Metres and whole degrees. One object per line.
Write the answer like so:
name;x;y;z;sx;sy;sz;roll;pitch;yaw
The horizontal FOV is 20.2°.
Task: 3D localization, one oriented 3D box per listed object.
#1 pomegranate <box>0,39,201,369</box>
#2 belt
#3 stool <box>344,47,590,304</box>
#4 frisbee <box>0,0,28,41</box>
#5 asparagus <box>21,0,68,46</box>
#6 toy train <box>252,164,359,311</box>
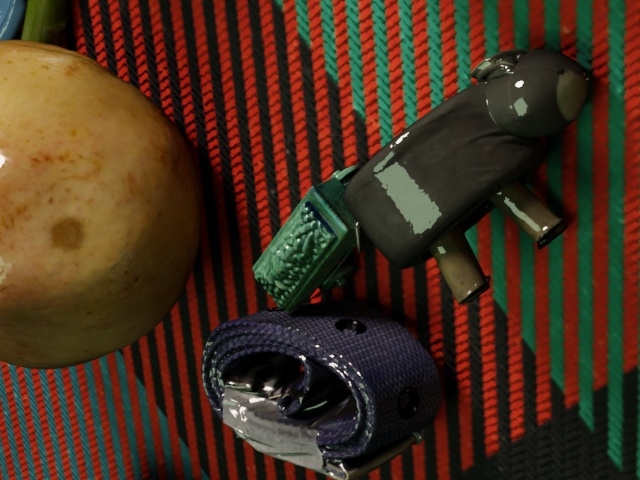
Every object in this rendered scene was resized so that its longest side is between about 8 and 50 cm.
pomegranate;-0.289;-0.023;1.717;0.338;0.338;0.338;25;130;33
belt;0.004;0.130;1.666;0.230;0.126;0.140;9;108;43
stool;0.123;-0.045;1.410;0.139;0.153;0.228;52;140;7
frisbee;-0.432;-0.291;1.835;0.289;0.049;0.289;4;121;7
asparagus;-0.281;-0.207;1.811;0.045;0.041;0.178;8;135;-11
toy train;0.000;0.000;1.609;0.070;0.099;0.172;51;140;12
